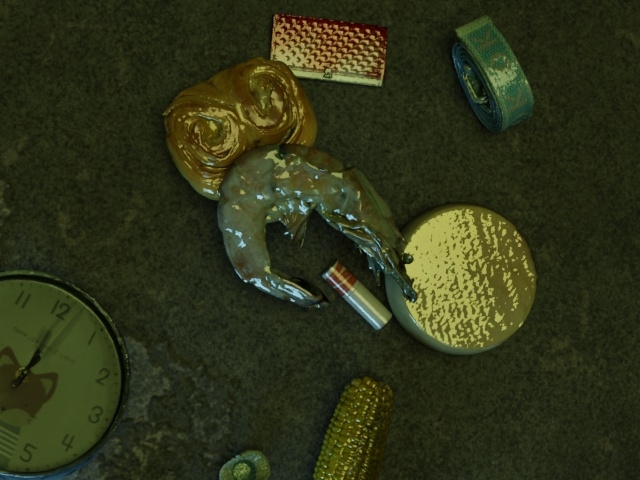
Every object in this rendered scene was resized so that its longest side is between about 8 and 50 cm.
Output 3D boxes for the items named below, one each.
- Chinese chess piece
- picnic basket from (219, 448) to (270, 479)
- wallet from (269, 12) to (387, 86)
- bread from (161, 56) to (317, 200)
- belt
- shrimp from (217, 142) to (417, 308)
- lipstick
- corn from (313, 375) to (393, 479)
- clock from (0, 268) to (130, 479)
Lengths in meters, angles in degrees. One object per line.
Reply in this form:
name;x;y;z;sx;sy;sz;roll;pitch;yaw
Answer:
Chinese chess piece;0.227;0.062;2.000;0.250;0.097;0.251;1;86;-13
picnic basket;-0.118;0.360;1.918;0.083;0.083;0.065;-23;87;-15
wallet;0.014;-0.310;2.007;0.196;0.020;0.103;5;87;-13
bread;-0.124;-0.170;1.920;0.236;0.120;0.198;-28;93;-12
belt;0.277;-0.260;2.004;0.082;0.148;0.163;-25;65;-10
shrimp;0.000;0.000;1.879;0.360;0.085;0.247;35;103;-13
lipstick;0.058;0.088;1.990;0.131;0.038;0.038;45;79;-7
corn;0.042;0.371;1.941;0.115;0.115;0.318;13;85;-12
clock;-0.438;0.199;1.803;0.325;0.067;0.325;10;67;-24
